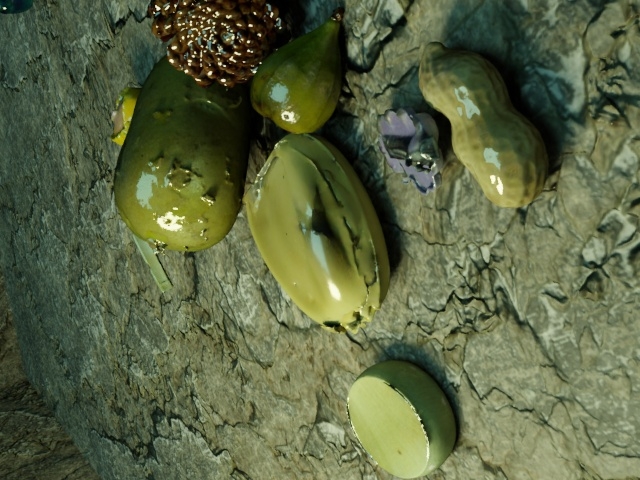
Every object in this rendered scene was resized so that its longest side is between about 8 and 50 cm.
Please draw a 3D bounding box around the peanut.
[{"bbox_3d":[0.186,-0.141,0.836,0.227,0.086,0.104,63,156,11],"label":"peanut"}]

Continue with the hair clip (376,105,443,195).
[{"bbox_3d":[0.110,-0.113,0.935,0.195,0.052,0.124,-148,37,-75],"label":"hair clip"}]

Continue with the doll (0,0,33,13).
[{"bbox_3d":[-0.749,-0.678,1.712,0.322,0.199,0.186,110,158,-53],"label":"doll"}]

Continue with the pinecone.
[{"bbox_3d":[-0.154,-0.358,1.085,0.221,0.221,0.221,29,129,43],"label":"pinecone"}]

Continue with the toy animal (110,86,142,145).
[{"bbox_3d":[-0.345,-0.227,1.466,0.229,0.156,0.156,55,144,36],"label":"toy animal"}]

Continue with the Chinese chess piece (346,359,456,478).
[{"bbox_3d":[0.128,0.284,1.141,0.188,0.083,0.188,24,123,42],"label":"Chinese chess piece"}]

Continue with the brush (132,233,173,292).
[{"bbox_3d":[-0.425,0.054,1.799,0.178,0.033,0.030,60,150,13],"label":"brush"}]

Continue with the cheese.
[{"bbox_3d":[0.000,0.000,1.131,0.315,0.128,0.259,62,149,23],"label":"cheese"}]

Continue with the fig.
[{"bbox_3d":[-0.036,-0.251,1.046,0.133,0.127,0.184,-123,32,-50],"label":"fig"}]

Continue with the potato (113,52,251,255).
[{"bbox_3d":[-0.232,-0.155,1.228,0.270,0.219,0.359,26,105,63],"label":"potato"}]
